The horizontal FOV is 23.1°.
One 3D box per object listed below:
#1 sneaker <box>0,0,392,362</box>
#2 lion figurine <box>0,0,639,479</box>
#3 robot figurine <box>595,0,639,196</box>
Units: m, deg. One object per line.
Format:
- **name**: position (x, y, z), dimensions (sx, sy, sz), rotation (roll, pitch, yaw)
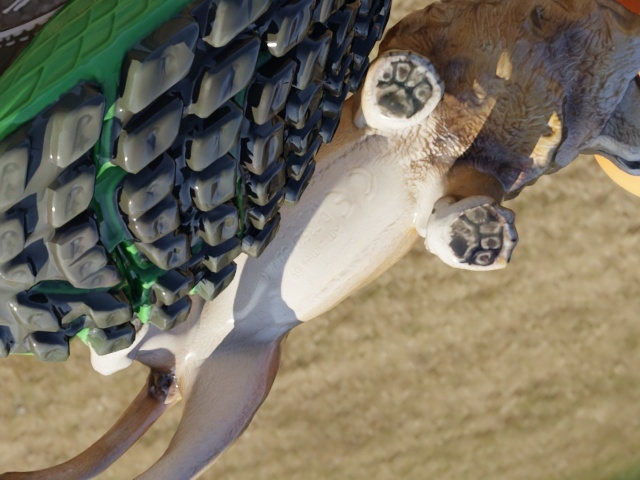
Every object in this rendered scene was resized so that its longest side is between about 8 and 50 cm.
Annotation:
- **sneaker**: position (-0.043, -0.105, 0.466), dimensions (0.134, 0.146, 0.343), rotation (105, 9, -48)
- **lion figurine**: position (0.000, 0.000, 0.793), dimensions (0.392, 0.142, 0.240), rotation (-32, -174, 11)
- **robot figurine**: position (0.219, -0.116, 0.926), dimensions (0.128, 0.158, 0.219), rotation (-17, 117, -22)
